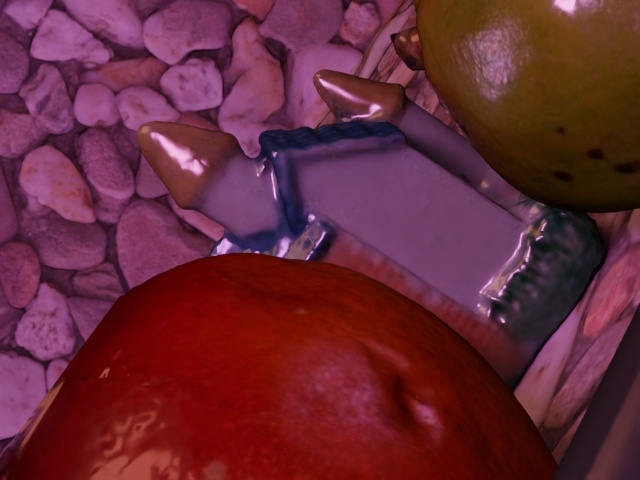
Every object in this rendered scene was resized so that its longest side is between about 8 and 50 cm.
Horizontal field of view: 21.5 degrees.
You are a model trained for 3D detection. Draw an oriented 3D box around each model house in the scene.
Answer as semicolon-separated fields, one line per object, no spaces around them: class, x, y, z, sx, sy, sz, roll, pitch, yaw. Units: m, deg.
model house;0.000;0.000;1.252;0.267;0.325;0.194;-54;13;6

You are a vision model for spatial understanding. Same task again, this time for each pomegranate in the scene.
pomegranate;0.214;-0.162;1.077;0.341;0.260;0.260;-25;22;19

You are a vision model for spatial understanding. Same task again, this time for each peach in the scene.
peach;-0.040;0.180;0.971;0.335;0.310;0.406;-46;14;27

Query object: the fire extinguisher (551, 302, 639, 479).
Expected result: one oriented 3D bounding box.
fire extinguisher;0.189;0.065;0.841;0.114;0.095;0.311;13;65;45
